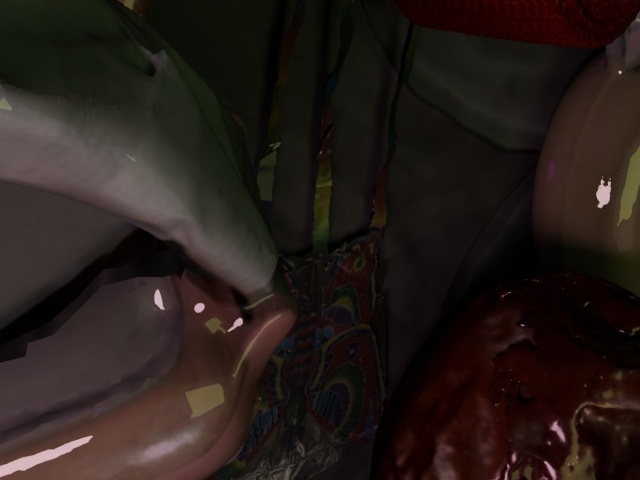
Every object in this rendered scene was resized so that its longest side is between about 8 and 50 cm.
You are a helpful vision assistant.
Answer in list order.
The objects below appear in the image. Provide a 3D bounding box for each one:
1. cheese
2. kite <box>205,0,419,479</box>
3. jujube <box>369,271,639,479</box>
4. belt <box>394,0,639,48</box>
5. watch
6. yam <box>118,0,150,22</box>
[{"bbox_3d":[0.189,-0.074,1.000,0.163,0.082,0.286,-31,128,-37],"label":"cheese"},{"bbox_3d":[0.000,0.000,0.875,0.152,0.015,0.285,-13,120,-48],"label":"kite"},{"bbox_3d":[0.117,0.135,0.956,0.183,0.183,0.243,-11,125,-46],"label":"jujube"},{"bbox_3d":[0.117,-0.191,0.815,0.128,0.124,0.200,18,87,-54],"label":"belt"},{"bbox_3d":[-0.157,-0.011,0.544,0.253,0.161,0.241,-23,141,4],"label":"watch"},{"bbox_3d":[-0.087,-0.086,0.719,0.032,0.032,0.145,-4,110,-48],"label":"yam"}]
